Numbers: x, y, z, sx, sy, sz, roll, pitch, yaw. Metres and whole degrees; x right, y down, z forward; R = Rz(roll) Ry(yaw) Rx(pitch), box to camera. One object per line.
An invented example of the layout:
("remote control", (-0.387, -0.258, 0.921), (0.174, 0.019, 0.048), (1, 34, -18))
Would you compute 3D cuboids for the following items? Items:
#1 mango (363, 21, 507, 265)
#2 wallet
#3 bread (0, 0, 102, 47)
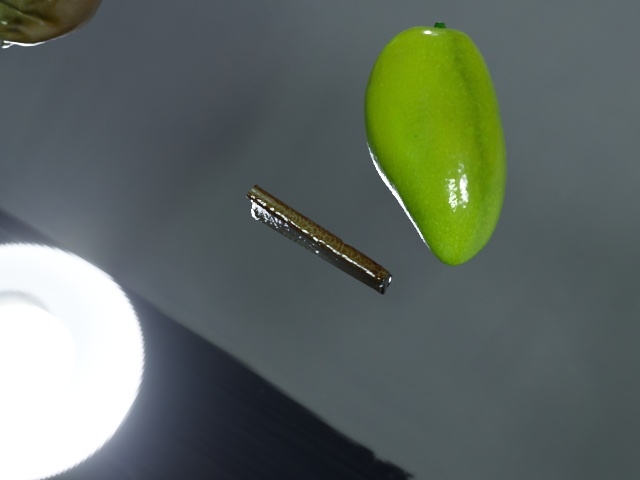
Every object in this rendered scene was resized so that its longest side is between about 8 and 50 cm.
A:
("mango", (0.160, -0.131, 1.537), (0.192, 0.156, 0.343), (-21, 68, 32))
("wallet", (0.000, 0.000, 1.689), (0.039, 0.243, 0.133), (-55, -9, -9))
("bread", (-0.275, -0.239, 0.981), (0.252, 0.174, 0.133), (146, 137, -64))
